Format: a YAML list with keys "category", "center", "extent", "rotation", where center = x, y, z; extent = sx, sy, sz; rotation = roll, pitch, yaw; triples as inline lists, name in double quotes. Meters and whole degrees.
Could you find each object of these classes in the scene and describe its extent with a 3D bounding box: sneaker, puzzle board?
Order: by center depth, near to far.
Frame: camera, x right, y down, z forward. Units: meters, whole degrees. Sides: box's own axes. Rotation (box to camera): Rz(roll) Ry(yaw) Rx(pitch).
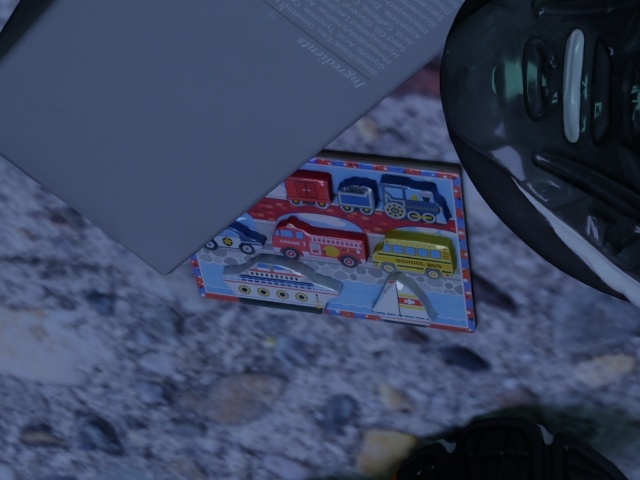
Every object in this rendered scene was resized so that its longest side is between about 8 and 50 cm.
- category: "sneaker"
  center: [0.089, -0.030, 0.533]
  extent: [0.108, 0.271, 0.100]
  rotation: [2, 91, 26]
- category: "puzzle board"
  center: [0.000, 0.000, 0.766]
  extent: [0.128, 0.011, 0.096]
  rotation: [7, 137, 17]
- category: "sneaker"
  center: [0.069, 0.162, 0.860]
  extent: [0.121, 0.099, 0.262]
  rotation: [37, 145, -27]

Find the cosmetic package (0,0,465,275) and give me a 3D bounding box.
- category: "cosmetic package"
  center: [-0.006, -0.103, 0.573]
  extent: [0.107, 0.127, 0.238]
  rotation: [39, 135, -18]
